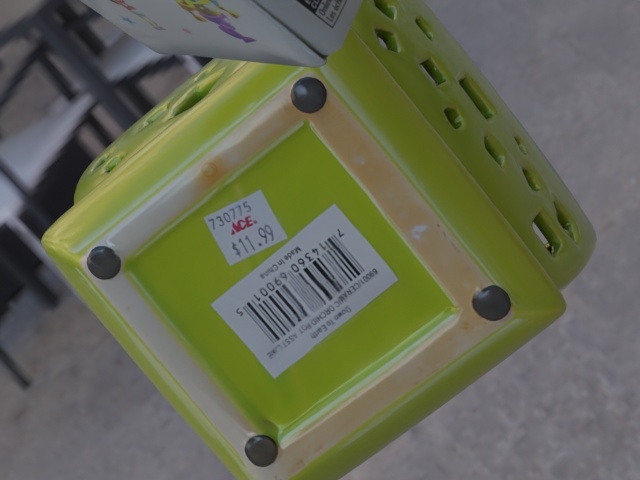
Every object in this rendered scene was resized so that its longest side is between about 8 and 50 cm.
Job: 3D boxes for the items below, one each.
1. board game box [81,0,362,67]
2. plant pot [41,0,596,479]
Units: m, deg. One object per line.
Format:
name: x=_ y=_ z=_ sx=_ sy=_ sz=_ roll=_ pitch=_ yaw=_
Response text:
board game box: x=-0.078 y=-0.219 z=0.464 sx=0.097 sy=0.303 sz=0.224 roll=12 pitch=73 yaw=49
plant pot: x=0.000 y=0.000 z=0.905 sx=0.228 sy=0.227 sz=0.207 roll=-37 pitch=6 yaw=14
